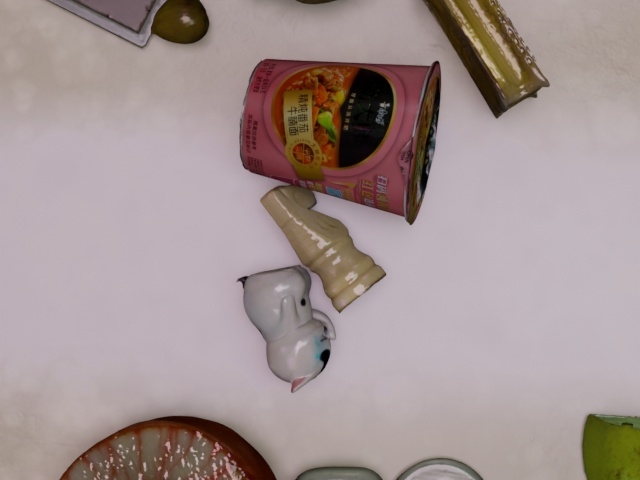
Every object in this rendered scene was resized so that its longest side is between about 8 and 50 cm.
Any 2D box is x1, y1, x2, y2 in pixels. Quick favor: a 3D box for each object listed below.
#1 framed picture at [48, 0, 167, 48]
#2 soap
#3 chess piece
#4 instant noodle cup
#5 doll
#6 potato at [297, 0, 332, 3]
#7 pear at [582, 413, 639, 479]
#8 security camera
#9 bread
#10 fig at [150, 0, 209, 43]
[{"bbox_3d":[-0.340,-0.450,1.790,0.296,0.019,0.232,28,90,1],"label":"framed picture"},{"bbox_3d":[0.226,-0.290,1.714,0.076,0.135,0.233,-34,88,0],"label":"soap"},{"bbox_3d":[0.000,0.000,1.738,0.090,0.090,0.200,-39,88,0],"label":"chess piece"},{"bbox_3d":[0.028,-0.154,1.685,0.255,0.244,0.243,10,89,10],"label":"instant noodle cup"},{"bbox_3d":[-0.043,0.120,1.725,0.107,0.110,0.180,-24,88,9],"label":"doll"},{"bbox_3d":[-0.018,-0.429,1.716,0.251,0.159,0.174,15,113,-7],"label":"potato"},{"bbox_3d":[0.523,0.372,1.703,0.288,0.139,0.239,1,99,1],"label":"pear"},{"bbox_3d":[0.102,0.397,1.735,0.302,0.080,0.157,-1,88,-2],"label":"security camera"},{"bbox_3d":[-0.198,0.407,1.697,0.295,0.114,0.327,-28,83,10],"label":"bread"},{"bbox_3d":[-0.207,-0.320,1.758,0.088,0.074,0.074,-11,88,17],"label":"fig"}]
